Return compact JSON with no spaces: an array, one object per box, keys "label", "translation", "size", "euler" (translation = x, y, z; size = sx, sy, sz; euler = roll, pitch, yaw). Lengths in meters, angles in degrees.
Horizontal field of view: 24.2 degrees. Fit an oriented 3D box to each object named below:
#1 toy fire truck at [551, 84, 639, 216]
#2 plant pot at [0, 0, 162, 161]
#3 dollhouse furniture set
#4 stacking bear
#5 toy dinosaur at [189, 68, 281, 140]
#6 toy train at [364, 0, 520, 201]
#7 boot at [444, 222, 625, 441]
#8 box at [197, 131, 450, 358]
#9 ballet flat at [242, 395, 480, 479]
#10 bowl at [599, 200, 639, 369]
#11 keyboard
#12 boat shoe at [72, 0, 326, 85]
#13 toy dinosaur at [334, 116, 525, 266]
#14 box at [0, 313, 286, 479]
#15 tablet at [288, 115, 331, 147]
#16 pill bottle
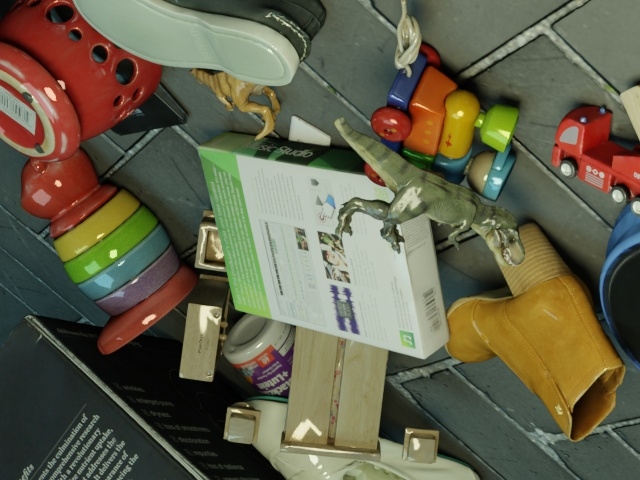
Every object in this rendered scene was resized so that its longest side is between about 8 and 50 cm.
[{"label":"toy fire truck","translation":[0.298,-0.093,1.355],"size":[0.192,0.047,0.135],"euler":[33,134,37]},{"label":"plant pot","translation":[-0.312,-0.199,1.772],"size":[0.191,0.174,0.191],"euler":[28,146,21]},{"label":"dollhouse furniture set","translation":[-0.002,0.122,2.043],"size":[0.355,0.303,0.174],"euler":[7,-169,-1]},{"label":"stacking bear","translation":[-0.322,-0.012,2.147],"size":[0.164,0.175,0.289],"euler":[-33,102,19]},{"label":"toy dinosaur","translation":[-0.082,-0.176,1.683],"size":[0.211,0.064,0.112],"euler":[-4,132,52]},{"label":"toy train","translation":[0.132,-0.132,1.467],"size":[0.143,0.105,0.248],"euler":[20,152,8]},{"label":"boot","translation":[0.236,0.137,1.675],"size":[0.295,0.104,0.211],"euler":[108,142,-57]},{"label":"box","translation":[0.000,0.000,1.780],"size":[0.322,0.058,0.232],"euler":[11,122,41]},{"label":"ballet flat","translation":[0.055,0.341,2.167],"size":[0.400,0.139,0.139],"euler":[21,158,-16]},{"label":"bowl","translation":[0.454,0.092,1.466],"size":[0.391,0.077,0.391],"euler":[28,153,16]},{"label":"keyboard","translation":[-0.250,-0.183,1.923],"size":[0.108,0.023,0.180],"euler":[43,153,-28]},{"label":"boat shoe","translation":[-0.132,-0.244,1.596],"size":[0.302,0.091,0.114],"euler":[21,151,25]},{"label":"toy dinosaur","translation":[0.084,-0.038,1.499],"size":[0.268,0.064,0.118],"euler":[29,131,-30]},{"label":"box","translation":[-0.244,0.378,2.240],"size":[0.472,0.297,0.480],"euler":[41,-172,23]},{"label":"tablet","translation":[-0.015,-0.113,1.770],"size":[0.054,0.006,0.083],"euler":[31,153,10]},{"label":"pill bottle","translation":[-0.046,0.195,2.203],"size":[0.193,0.108,0.108],"euler":[48,151,-24]}]
